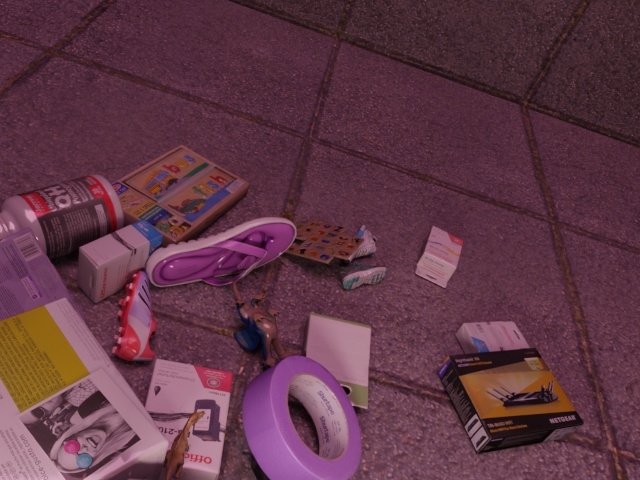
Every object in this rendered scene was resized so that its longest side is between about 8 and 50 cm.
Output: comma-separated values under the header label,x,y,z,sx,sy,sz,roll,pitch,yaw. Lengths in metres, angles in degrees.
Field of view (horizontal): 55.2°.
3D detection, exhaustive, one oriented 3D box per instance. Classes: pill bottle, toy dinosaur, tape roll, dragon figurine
label,x,y,z,sx,sy,sz,roll,pitch,yaw
pill bottle,-0.666,-0.042,1.503,0.176,0.176,0.318,42,44,22
toy dinosaur,-0.266,0.394,1.114,0.053,0.093,0.183,20,43,-4
tape roll,-0.035,0.387,1.292,0.274,0.090,0.275,39,30,-28
dragon figurine,-0.162,0.216,1.519,0.085,0.144,0.289,-17,34,-35

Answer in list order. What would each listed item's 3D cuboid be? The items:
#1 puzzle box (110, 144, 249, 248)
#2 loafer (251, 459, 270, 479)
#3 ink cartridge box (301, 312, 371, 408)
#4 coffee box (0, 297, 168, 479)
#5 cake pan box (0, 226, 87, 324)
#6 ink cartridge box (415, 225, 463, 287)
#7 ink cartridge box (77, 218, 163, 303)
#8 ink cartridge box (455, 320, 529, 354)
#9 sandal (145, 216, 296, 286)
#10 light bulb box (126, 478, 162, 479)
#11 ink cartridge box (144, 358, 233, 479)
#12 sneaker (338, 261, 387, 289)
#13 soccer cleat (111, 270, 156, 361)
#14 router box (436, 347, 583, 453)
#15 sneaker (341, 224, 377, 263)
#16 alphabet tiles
label,x,y,z,sx,sy,sz,roll,pitch,yaw
puzzle box,-0.422,-0.136,1.799,0.272,0.052,0.409,29,36,8
loafer,-0.105,0.478,1.274,0.078,0.076,0.223,-15,42,11
ink cartridge box,0.038,0.306,1.538,0.171,0.056,0.235,14,51,-9
coffee box,-0.501,0.365,1.001,0.334,0.338,0.338,-23,58,-40
cake pan box,-0.669,0.130,1.291,0.245,0.070,0.267,-38,104,-47
ink cartridge box,0.383,0.051,1.967,0.115,0.067,0.198,25,40,3
ink cartridge box,-0.494,0.049,1.510,0.082,0.140,0.190,40,43,19
ink cartridge box,0.493,0.291,1.757,0.180,0.060,0.104,1,43,-23
sandal,-0.243,0.056,1.608,0.416,0.169,0.102,-17,49,-22
light bulb box,-0.254,0.589,0.827,0.358,0.225,0.361,-41,64,-3
ink cartridge box,-0.285,0.382,1.266,0.171,0.100,0.237,13,42,-11
sneaker,0.124,0.091,1.813,0.166,0.065,0.076,-7,43,-34
soccer cleat,-0.429,0.180,1.453,0.095,0.083,0.248,24,36,-26
router box,0.494,0.411,1.608,0.308,0.081,0.243,0,45,-25
sneaker,0.129,0.022,1.885,0.082,0.071,0.191,34,39,4
alphabet tiles,0.000,0.000,1.827,0.237,0.009,0.198,14,35,25
